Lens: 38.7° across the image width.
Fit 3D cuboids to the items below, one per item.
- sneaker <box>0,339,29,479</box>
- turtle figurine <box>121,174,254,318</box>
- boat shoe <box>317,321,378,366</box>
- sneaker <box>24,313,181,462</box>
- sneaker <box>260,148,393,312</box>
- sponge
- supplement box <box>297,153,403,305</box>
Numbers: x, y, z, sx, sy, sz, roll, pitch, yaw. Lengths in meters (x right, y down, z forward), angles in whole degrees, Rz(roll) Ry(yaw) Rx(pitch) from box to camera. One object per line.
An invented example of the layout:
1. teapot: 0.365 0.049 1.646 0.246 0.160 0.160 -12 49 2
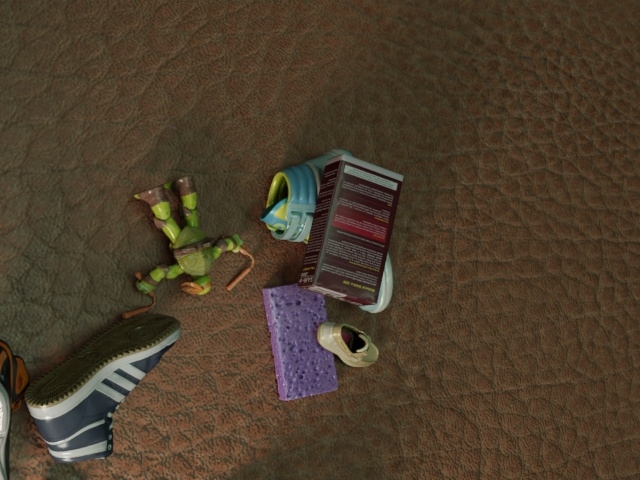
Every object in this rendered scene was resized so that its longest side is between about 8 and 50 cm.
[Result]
1. sneaker: -0.490 0.291 1.344 0.125 0.180 0.321 15 111 -9
2. turtle figurine: -0.239 0.010 1.548 0.269 0.087 0.217 -23 97 -31
3. boat shoe: 0.064 0.197 1.709 0.170 0.059 0.063 30 60 -45
4. sneaker: -0.330 0.237 1.448 0.282 0.099 0.153 -33 128 -40
5. sneaker: 0.000 0.000 1.678 0.208 0.127 0.319 -15 83 -34
6. sponge: -0.036 0.183 1.687 0.117 0.031 0.210 -8 89 -33
7. supplement box: 0.054 -0.017 1.599 0.130 0.073 0.239 18 77 -23
